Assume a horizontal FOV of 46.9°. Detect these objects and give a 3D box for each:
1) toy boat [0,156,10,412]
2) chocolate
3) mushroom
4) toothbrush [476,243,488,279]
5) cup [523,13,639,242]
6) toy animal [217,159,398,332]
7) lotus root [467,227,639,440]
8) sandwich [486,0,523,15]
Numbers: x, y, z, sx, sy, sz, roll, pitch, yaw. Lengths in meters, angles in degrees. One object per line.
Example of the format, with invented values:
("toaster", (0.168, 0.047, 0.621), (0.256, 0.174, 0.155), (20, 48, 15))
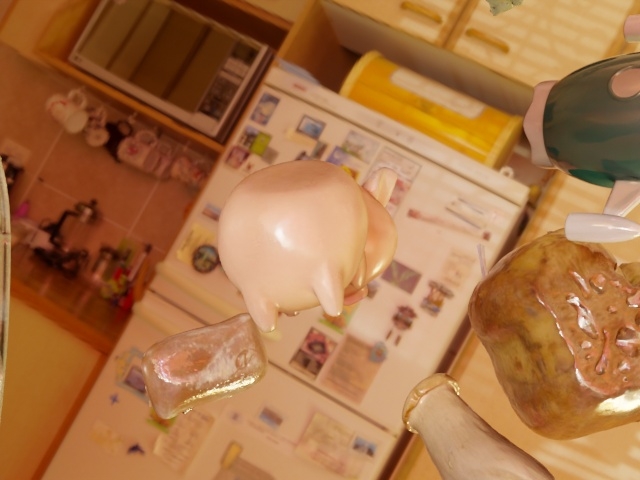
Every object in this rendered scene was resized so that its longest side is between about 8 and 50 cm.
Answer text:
("toy boat", (-0.239, 0.029, 0.478), (0.078, 0.260, 0.085), (-4, 11, -43))
("chocolate", (-0.218, 0.247, 1.458), (0.083, 0.261, 0.161), (-19, -89, 65))
("mushroom", (0.175, 0.245, 0.802), (0.108, 0.096, 0.247), (52, -4, -31))
("toothbrush", (0.335, 0.095, 1.494), (0.014, 0.194, 0.017), (24, -36, -38))
("cup", (0.337, -0.135, 0.850), (0.173, 0.299, 0.167), (8, -21, 42))
("toy animal", (-0.011, -0.004, 0.733), (0.167, 0.154, 0.250), (-11, 0, 14))
("lotus root", (0.375, 0.109, 0.997), (0.316, 0.316, 0.250), (29, -7, 7))
("sandwich", (0.155, -0.280, 0.386), (0.131, 0.325, 0.262), (35, 26, -13))
